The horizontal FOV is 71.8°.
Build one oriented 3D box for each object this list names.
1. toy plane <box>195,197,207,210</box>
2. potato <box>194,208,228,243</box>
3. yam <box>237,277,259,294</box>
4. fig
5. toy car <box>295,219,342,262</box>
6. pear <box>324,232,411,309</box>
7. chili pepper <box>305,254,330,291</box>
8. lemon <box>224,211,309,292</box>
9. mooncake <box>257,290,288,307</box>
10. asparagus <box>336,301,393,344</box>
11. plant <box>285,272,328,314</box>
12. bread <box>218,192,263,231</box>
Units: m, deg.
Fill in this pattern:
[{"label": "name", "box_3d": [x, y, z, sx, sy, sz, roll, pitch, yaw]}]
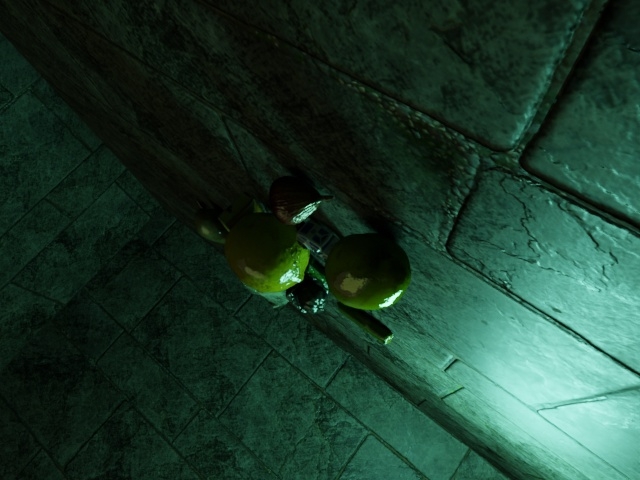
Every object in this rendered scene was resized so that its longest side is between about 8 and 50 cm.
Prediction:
[{"label": "toy plane", "box_3d": [-0.606, -0.146, 2.350, 0.189, 0.061, 0.130, 45, 166, -17]}, {"label": "potato", "box_3d": [-0.515, -0.068, 2.182, 0.235, 0.160, 0.178, 31, -152, -23]}, {"label": "yam", "box_3d": [-0.343, 0.148, 2.339, 0.201, 0.202, 0.271, 4, 145, 30]}, {"label": "fig", "box_3d": [-0.054, -0.086, 1.054, 0.153, 0.119, 0.119, 30, 162, 37]}, {"label": "toy car", "box_3d": [0.000, 0.000, 1.244, 0.170, 0.080, 0.070, 35, 163, 23]}, {"label": "pear", "box_3d": [0.107, 0.065, 0.979, 0.187, 0.187, 0.219, 42, 164, -7]}, {"label": "chili pepper", "box_3d": [0.006, 0.138, 1.680, 0.216, 0.062, 0.108, 43, 172, -13]}, {"label": "lemon", "box_3d": [-0.181, 0.036, 1.451, 0.310, 0.258, 0.258, 27, 162, 20]}, {"label": "mooncake", "box_3d": [-0.224, 0.167, 2.003, 0.254, 0.136, 0.250, 62, -167, -57]}, {"label": "asparagus", "box_3d": [0.179, 0.336, 1.831, 0.277, 0.060, 0.067, 31, 173, 35]}, {"label": "plant", "box_3d": [-0.062, 0.209, 1.870, 0.142, 0.164, 0.256, 51, 173, -35]}, {"label": "bread", "box_3d": [-0.249, -0.024, 1.673, 0.077, 0.138, 0.361, 34, 164, 29]}]
